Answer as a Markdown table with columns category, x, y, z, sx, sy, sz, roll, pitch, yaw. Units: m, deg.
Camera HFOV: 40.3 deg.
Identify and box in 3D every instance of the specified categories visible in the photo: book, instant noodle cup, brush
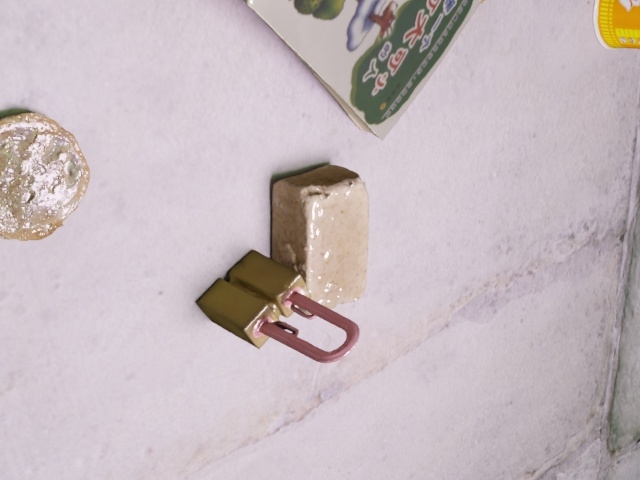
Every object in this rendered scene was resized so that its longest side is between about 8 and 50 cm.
| category | x | y | z | sx | sy | sz | roll | pitch | yaw |
| --- | --- | --- | --- | --- | --- | --- | --- | --- | --- |
| book | 0.070 | -0.291 | 1.010 | 0.260 | 0.043 | 0.371 | -54 | 151 | 2 |
| instant noodle cup | 0.567 | -0.376 | 1.411 | 0.168 | 0.185 | 0.169 | -18 | 120 | -36 |
| brush | -0.039 | 0.090 | 1.035 | 0.103 | 0.233 | 0.047 | -45 | 131 | -20 |

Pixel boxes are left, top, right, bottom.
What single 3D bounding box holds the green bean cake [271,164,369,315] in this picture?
| category | x | y | z | sx | sy | sz | roll | pitch | yaw |
| --- | --- | --- | --- | --- | --- | --- | --- | --- | --- |
| green bean cake | 0.000 | 0.000 | 1.136 | 0.109 | 0.085 | 0.179 | -15 | 119 | -36 |

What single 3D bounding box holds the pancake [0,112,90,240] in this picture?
| category | x | y | z | sx | sy | sz | roll | pitch | yaw |
| --- | --- | --- | --- | --- | --- | --- | --- | --- | --- |
| pancake | -0.299 | -0.063 | 0.881 | 0.139 | 0.022 | 0.140 | -18 | 119 | -35 |

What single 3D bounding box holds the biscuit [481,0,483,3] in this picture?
| category | x | y | z | sx | sy | sz | roll | pitch | yaw |
| --- | --- | --- | --- | --- | --- | --- | --- | --- | --- |
| biscuit | 0.201 | -0.436 | 1.160 | 0.253 | 0.035 | 0.254 | -18 | 119 | -36 |
